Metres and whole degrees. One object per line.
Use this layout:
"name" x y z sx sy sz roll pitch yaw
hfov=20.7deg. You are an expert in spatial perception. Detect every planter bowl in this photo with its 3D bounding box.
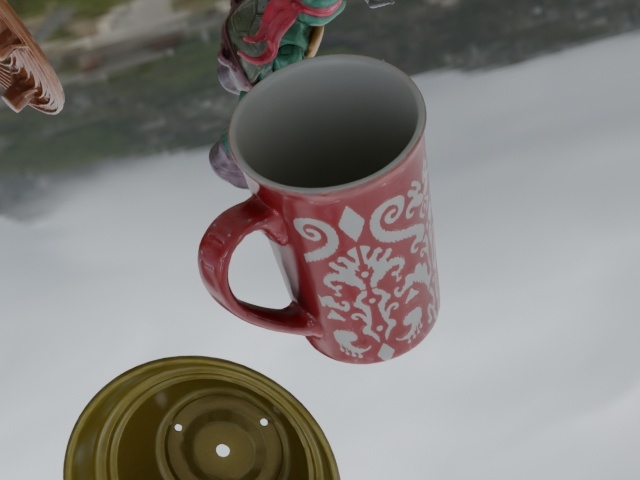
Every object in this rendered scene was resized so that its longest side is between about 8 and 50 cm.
"planter bowl" -0.084 0.178 1.368 0.217 0.217 0.090 -15 -167 12

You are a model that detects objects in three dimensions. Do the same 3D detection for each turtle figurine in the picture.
"turtle figurine" -0.013 -0.128 1.191 0.234 0.118 0.175 -41 -158 60

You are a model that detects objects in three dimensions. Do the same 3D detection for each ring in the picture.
"ring" -0.338 -0.226 1.456 0.032 0.336 0.336 -45 -168 -13

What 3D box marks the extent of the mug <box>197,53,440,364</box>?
"mug" 0.000 -0.007 1.052 0.150 0.169 0.113 -17 -133 -2
